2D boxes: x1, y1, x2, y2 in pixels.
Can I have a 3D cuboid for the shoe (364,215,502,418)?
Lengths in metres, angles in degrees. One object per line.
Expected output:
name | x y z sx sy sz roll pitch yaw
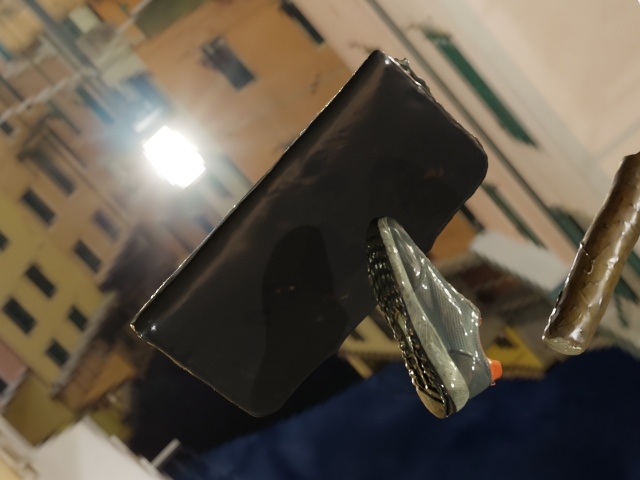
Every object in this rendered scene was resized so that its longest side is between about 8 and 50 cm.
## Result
shoe | 0.104 0.063 1.399 0.077 0.194 0.074 -21 176 -17

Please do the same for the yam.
yam | 0.280 0.007 1.485 0.057 0.057 0.241 -12 -136 58

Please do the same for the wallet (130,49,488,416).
wallet | 0.000 0.000 1.489 0.377 0.197 0.051 -48 -150 5
